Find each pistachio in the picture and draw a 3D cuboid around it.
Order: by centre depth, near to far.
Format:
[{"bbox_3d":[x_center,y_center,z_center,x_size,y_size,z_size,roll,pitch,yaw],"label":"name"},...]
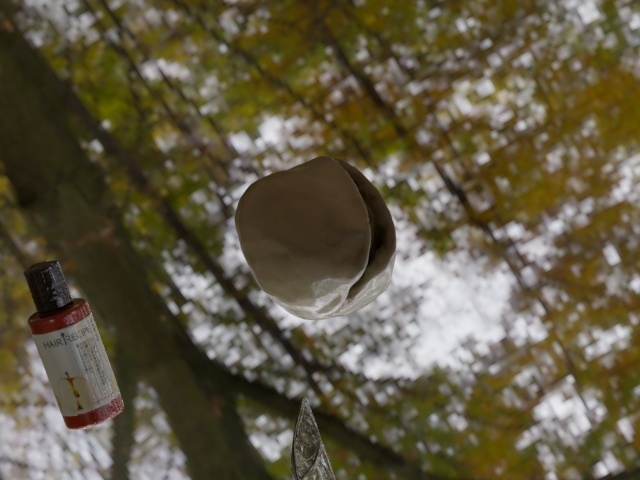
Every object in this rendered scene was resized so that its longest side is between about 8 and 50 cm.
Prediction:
[{"bbox_3d":[0.000,0.000,2.360,0.226,0.208,0.332,-61,-152,6],"label":"pistachio"}]

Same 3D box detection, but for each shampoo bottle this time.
[{"bbox_3d":[-0.416,0.167,2.770,0.104,0.278,0.104,-17,-168,4],"label":"shampoo bottle"}]

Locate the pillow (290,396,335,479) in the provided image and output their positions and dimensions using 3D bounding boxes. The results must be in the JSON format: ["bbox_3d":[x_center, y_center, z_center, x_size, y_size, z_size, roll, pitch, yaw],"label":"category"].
[{"bbox_3d":[0.005,0.271,1.709,0.033,0.217,0.130,-12,-154,11],"label":"pillow"}]
